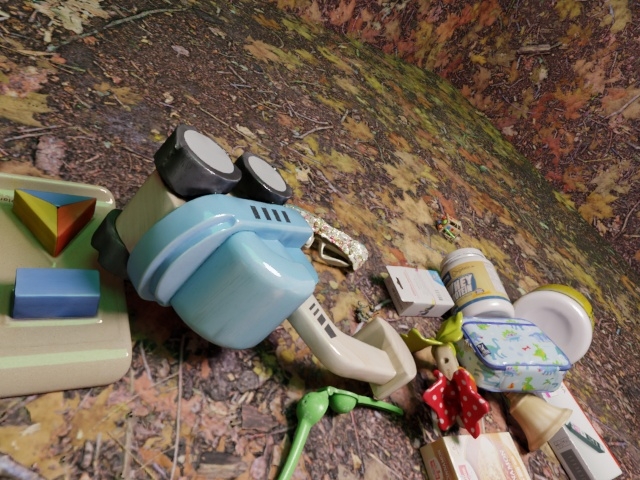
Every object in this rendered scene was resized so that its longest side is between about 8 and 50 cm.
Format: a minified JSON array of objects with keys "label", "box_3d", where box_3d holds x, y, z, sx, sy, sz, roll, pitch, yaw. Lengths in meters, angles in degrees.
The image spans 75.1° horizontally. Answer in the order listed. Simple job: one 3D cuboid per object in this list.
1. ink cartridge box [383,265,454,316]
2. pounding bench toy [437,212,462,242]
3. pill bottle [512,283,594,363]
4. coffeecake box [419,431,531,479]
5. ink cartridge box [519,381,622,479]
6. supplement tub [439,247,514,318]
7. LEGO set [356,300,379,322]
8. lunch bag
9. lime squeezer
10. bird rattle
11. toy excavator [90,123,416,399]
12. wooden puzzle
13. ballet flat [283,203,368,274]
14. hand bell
[{"label":"ink cartridge box","box_3d":[0.225,0.125,1.010,0.181,0.062,0.104,9,45,-34]},{"label":"pounding bench toy","box_3d":[0.419,-0.037,1.356,0.065,0.052,0.083,28,37,-13]},{"label":"pill bottle","box_3d":[0.633,0.216,1.130,0.333,0.188,0.188,0,50,-55]},{"label":"coffeecake box","box_3d":[0.285,0.425,0.734,0.185,0.068,0.142,12,45,-30]},{"label":"ink cartridge box","box_3d":[0.617,0.432,1.018,0.238,0.060,0.275,5,47,-35]},{"label":"supplement tub","box_3d":[0.396,0.132,1.077,0.144,0.144,0.200,20,40,-24]},{"label":"LEGO set","box_3d":[0.097,0.160,0.903,0.083,0.023,0.054,17,42,-47]},{"label":"lunch bag","box_3d":[0.412,0.246,0.928,0.218,0.090,0.176,5,26,-11]},{"label":"lime squeezer","box_3d":[0.028,0.287,0.675,0.310,0.059,0.110,-8,56,-46]},{"label":"bird rattle","box_3d":[0.265,0.271,0.808,0.207,0.143,0.254,58,9,-32]},{"label":"toy excavator","box_3d":[-0.062,0.090,0.666,0.445,0.222,0.433,55,20,18]},{"label":"wooden puzzle","box_3d":[-0.428,0.026,0.546,0.322,0.080,0.348,6,47,-37]},{"label":"ballet flat","box_3d":[0.000,0.000,0.941,0.240,0.091,0.077,28,60,-8]},{"label":"hand bell","box_3d":[0.415,0.333,0.941,0.126,0.126,0.242,-10,45,-46]}]
